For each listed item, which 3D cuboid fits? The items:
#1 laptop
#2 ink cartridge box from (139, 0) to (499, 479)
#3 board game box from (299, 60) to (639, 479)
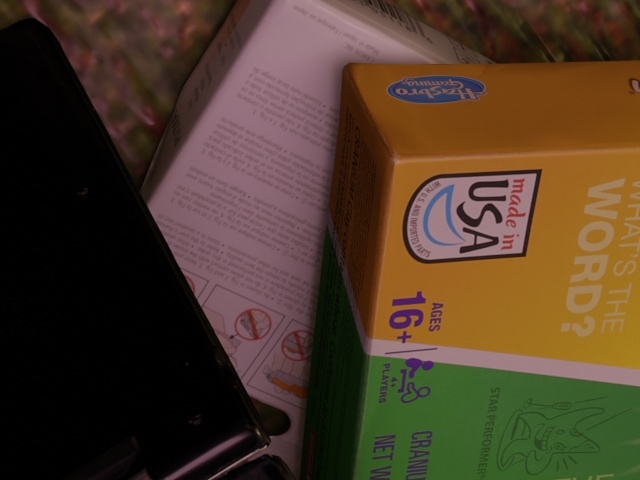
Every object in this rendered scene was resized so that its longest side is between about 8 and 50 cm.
[{"bbox_3d":[-0.146,0.195,0.532,0.382,0.408,0.236,-32,125,-2],"label":"laptop"},{"bbox_3d":[0.000,0.000,0.697,0.145,0.045,0.179,26,115,-21],"label":"ink cartridge box"},{"bbox_3d":[0.155,0.048,0.698,0.317,0.064,0.242,-4,123,-14],"label":"board game box"}]
